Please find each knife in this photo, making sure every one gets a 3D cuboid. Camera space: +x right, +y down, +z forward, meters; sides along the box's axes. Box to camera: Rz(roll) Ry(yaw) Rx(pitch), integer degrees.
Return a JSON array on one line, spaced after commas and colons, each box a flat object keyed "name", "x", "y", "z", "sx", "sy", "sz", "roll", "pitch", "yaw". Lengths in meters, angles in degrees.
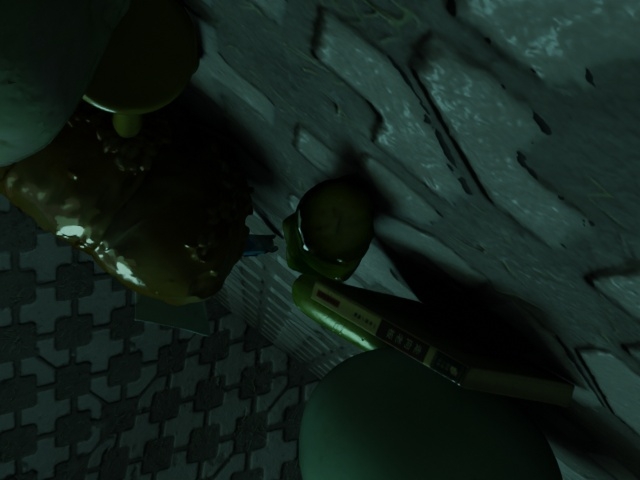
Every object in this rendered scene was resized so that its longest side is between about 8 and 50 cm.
[{"name": "knife", "x": -0.168, "y": 0.006, "z": 1.161, "sx": 0.297, "sy": 0.026, "sz": 0.044, "roll": 0, "pitch": -136, "yaw": -44}]

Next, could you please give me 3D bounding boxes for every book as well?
[{"name": "book", "x": 0.115, "y": 0.098, "z": 0.827, "sx": 0.161, "sy": 0.026, "sz": 0.231, "roll": 15, "pitch": -173, "yaw": -38}]

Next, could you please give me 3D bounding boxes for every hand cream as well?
[{"name": "hand cream", "x": -0.220, "y": -0.009, "z": 1.178, "sx": 0.109, "sy": 0.067, "sz": 0.320, "roll": 19, "pitch": -136, "yaw": -35}]

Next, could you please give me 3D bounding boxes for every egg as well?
[{"name": "egg", "x": 0.124, "y": 0.276, "z": 1.017, "sx": 0.276, "sy": 0.276, "sz": 0.389, "roll": 47, "pitch": 167, "yaw": -34}]

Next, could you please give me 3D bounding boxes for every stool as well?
[{"name": "stool", "x": -0.166, "y": -0.157, "z": 0.709, "sx": 0.110, "sy": 0.134, "sz": 0.135, "roll": -165, "pitch": 72, "yaw": -76}]

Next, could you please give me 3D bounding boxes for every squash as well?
[{"name": "squash", "x": 0.037, "y": 0.112, "z": 1.217, "sx": 0.201, "sy": 0.066, "sz": 0.066, "roll": 35, "pitch": 168, "yaw": 24}]

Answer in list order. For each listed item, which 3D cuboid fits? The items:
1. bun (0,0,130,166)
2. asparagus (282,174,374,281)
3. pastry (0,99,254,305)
[{"name": "bun", "x": -0.211, "y": -0.197, "z": 0.530, "sx": 0.293, "sy": 0.187, "sz": 0.293, "roll": 43, "pitch": 150, "yaw": 32}, {"name": "asparagus", "x": 0.001, "y": -0.001, "z": 0.847, "sx": 0.085, "sy": 0.082, "sz": 0.343, "roll": 36, "pitch": 171, "yaw": 1}, {"name": "pastry", "x": -0.212, "y": -0.078, "z": 0.975, "sx": 0.316, "sy": 0.184, "sz": 0.284, "roll": 38, "pitch": -170, "yaw": -7}]
